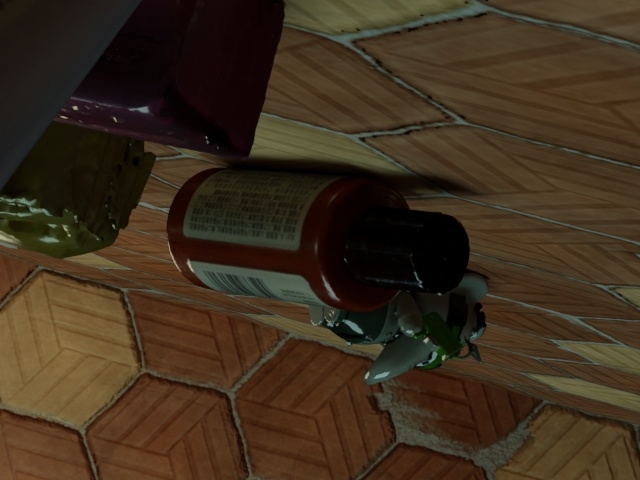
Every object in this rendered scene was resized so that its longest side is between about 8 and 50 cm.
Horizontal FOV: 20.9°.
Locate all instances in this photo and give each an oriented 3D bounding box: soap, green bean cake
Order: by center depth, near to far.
[{"bbox_3d":[-0.154,-0.117,0.891,0.250,0.099,0.162,13,179,18],"label":"soap"},{"bbox_3d":[-0.241,-0.072,1.216,0.229,0.131,0.224,16,174,3],"label":"green bean cake"}]

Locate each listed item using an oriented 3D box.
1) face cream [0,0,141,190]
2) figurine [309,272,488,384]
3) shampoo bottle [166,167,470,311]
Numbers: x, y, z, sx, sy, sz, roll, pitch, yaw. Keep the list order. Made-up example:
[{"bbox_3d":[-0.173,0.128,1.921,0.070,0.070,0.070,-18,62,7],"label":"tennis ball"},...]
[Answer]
[{"bbox_3d":[-0.153,-0.065,0.675,0.154,0.274,0.096,8,144,38],"label":"face cream"},{"bbox_3d":[0.083,0.074,1.694,0.192,0.126,0.147,6,159,-32],"label":"figurine"},{"bbox_3d":[0.000,0.000,1.357,0.104,0.104,0.278,22,170,-41],"label":"shampoo bottle"}]
